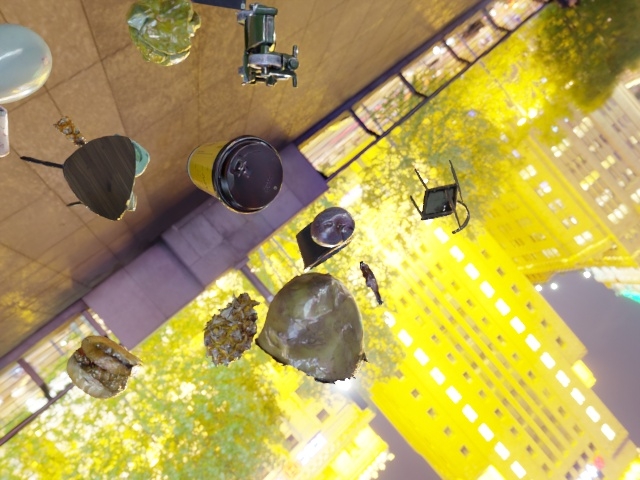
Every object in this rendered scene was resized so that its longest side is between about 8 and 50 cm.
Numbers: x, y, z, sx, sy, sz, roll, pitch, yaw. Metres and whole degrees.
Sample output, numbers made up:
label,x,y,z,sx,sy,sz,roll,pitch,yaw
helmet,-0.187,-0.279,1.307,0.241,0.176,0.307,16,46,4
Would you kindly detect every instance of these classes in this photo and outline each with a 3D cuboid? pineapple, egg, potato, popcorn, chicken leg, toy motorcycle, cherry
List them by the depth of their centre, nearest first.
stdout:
label,x,y,z,sx,sy,sz,roll,pitch,yaw
toy motorcycle,-0.133,-0.476,1.132,0.127,0.205,0.275,-2,-167,-20
potato,0.001,0.201,1.230,0.289,0.301,0.237,-8,116,-68
egg,-1.051,-0.579,1.546,0.230,0.230,0.370,-40,-155,38
cherry,0.042,-0.051,1.704,0.176,0.139,0.176,-25,-170,5
pineapple,-0.329,0.336,1.745,0.334,0.161,0.158,-57,140,-4
popcorn,-0.600,-0.815,1.787,0.276,0.276,0.225,-41,-167,-14
pineapple,-1.022,-0.443,1.909,0.069,0.137,0.116,-41,-134,-15
chicken leg,0.212,0.174,1.974,0.053,0.204,0.093,-19,151,0

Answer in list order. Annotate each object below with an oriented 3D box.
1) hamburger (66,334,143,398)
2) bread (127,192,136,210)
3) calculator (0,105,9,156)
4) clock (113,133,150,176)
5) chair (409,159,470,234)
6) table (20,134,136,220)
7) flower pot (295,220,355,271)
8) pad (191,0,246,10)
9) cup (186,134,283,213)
label,x,y,z,sx,sy,sz,roll,pitch,yaw
hamburger,-0.755,0.437,1.624,0.162,0.245,0.244,-59,-175,-14
bread,-0.849,-0.174,2.086,0.049,0.087,0.034,7,162,-33
calculator,-0.955,-0.329,1.361,0.032,0.174,0.100,-4,178,7
clock,-0.868,-0.389,2.104,0.060,0.188,0.148,-24,-143,29
chair,0.494,-0.164,1.923,0.167,0.272,0.188,-10,-132,33
table,-0.862,-0.261,1.710,0.317,0.249,0.316,9,90,-69
flower pot,0.000,0.000,2.027,0.269,0.166,0.269,-32,174,-4
pad,-0.353,-0.878,1.630,0.004,0.194,0.116,-96,-166,-67
cup,-0.235,-0.181,1.232,0.196,0.196,0.280,-41,-146,-24
